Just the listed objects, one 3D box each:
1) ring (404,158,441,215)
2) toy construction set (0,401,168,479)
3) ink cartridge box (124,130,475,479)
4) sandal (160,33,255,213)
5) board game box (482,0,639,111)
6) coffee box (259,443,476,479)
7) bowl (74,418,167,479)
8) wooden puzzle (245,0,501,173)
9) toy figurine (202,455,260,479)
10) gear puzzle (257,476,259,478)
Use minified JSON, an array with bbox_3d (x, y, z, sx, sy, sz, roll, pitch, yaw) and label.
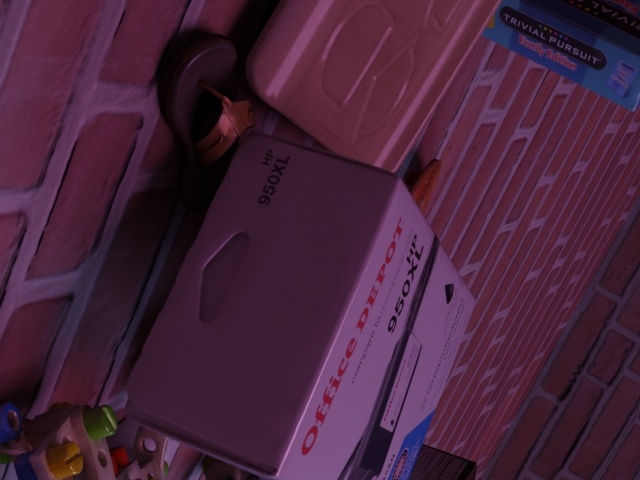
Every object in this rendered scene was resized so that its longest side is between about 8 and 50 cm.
[{"bbox_3d":[0.082,0.036,1.515,0.336,0.032,0.336,-61,171,-16],"label":"ring"},{"bbox_3d":[-0.204,0.219,1.078,0.151,0.215,0.327,-19,-178,26],"label":"toy construction set"},{"bbox_3d":[0.005,0.109,1.102,0.285,0.166,0.395,-67,156,-12],"label":"ink cartridge box"},{"bbox_3d":[-0.095,-0.097,1.002,0.090,0.060,0.219,-42,153,-34],"label":"sandal"},{"bbox_3d":[0.388,-0.327,1.449,0.336,0.254,0.079,-40,151,-38],"label":"board game box"},{"bbox_3d":[0.065,0.370,1.597,0.119,0.297,0.168,-42,141,-51],"label":"coffee box"},{"bbox_3d":[-0.226,0.274,1.238,0.142,0.053,0.142,-34,150,-44],"label":"bowl"},{"bbox_3d":[0.066,-0.247,1.126,0.322,0.080,0.348,-59,155,2],"label":"wooden puzzle"},{"bbox_3d":[-0.088,0.406,1.499,0.148,0.213,0.209,-110,-145,-61],"label":"toy figurine"},{"bbox_3d":[-0.096,0.433,1.735,0.339,0.044,0.175,-33,148,-46],"label":"gear puzzle"}]
